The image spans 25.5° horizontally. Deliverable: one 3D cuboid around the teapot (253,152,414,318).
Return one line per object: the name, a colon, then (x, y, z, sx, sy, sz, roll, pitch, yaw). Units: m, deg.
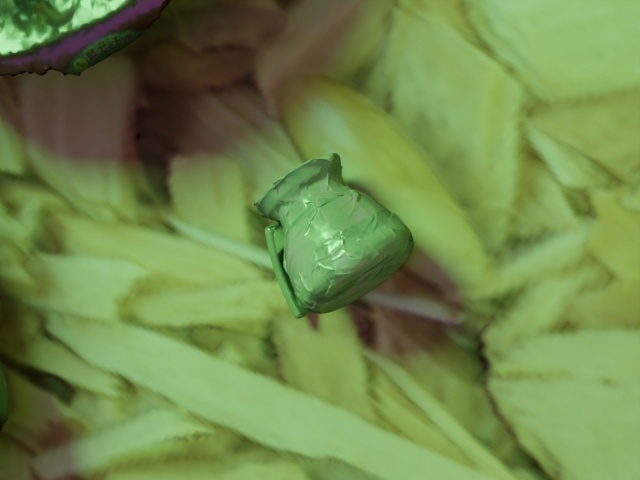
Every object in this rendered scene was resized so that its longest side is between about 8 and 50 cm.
teapot: (0.000, 0.000, 0.690, 0.064, 0.064, 0.083, 56, 135, 14)

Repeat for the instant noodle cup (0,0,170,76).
instant noodle cup: (-0.146, -0.211, 0.699, 0.274, 0.091, 0.274, 1, 93, 15)

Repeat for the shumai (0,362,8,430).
shumai: (-0.294, 0.058, 0.727, 0.263, 0.304, 0.309, 39, 101, -25)
